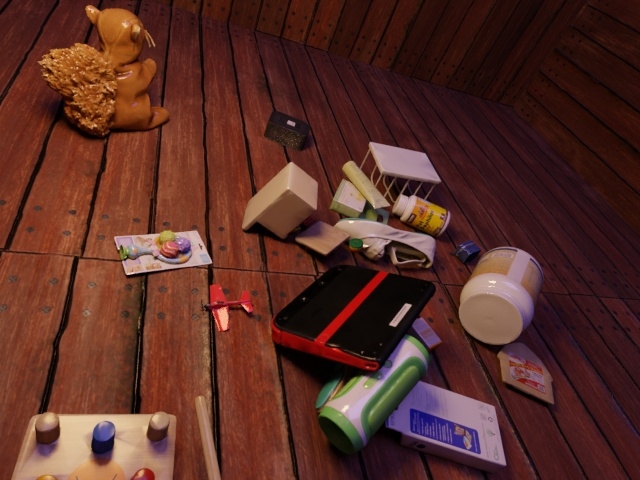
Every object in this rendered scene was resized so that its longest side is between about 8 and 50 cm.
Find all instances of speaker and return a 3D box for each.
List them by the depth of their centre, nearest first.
[{"bbox_3d":[0.133,0.351,1.026,0.131,0.131,0.296,42,54,18],"label":"speaker"}]

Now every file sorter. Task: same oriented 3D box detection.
[{"bbox_3d":[0.322,-0.270,1.852,0.278,0.173,0.193,6,44,-22],"label":"file sorter"}]

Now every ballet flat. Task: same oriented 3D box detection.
[{"bbox_3d":[0.061,0.351,1.107,0.073,0.080,0.232,41,40,-6],"label":"ballet flat"},{"bbox_3d":[0.239,0.019,1.542,0.400,0.139,0.139,11,42,-19],"label":"ballet flat"}]

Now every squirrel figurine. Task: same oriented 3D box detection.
[{"bbox_3d":[-0.704,-0.564,1.458,0.281,0.370,0.397,29,39,3],"label":"squirrel figurine"}]

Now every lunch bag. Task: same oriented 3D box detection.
[{"bbox_3d":[0.578,0.043,1.732,0.098,0.067,0.065,-13,53,-37],"label":"lunch bag"}]

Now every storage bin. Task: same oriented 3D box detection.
[{"bbox_3d":[-0.143,-0.478,1.899,0.180,0.084,0.122,19,40,-8],"label":"storage bin"}]

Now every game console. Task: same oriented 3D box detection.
[{"bbox_3d":[0.090,0.189,1.187,0.342,0.060,0.386,11,31,31],"label":"game console"}]

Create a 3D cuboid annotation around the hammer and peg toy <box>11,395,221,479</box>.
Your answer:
[{"bbox_3d":[-0.335,0.426,0.767,0.361,0.127,0.266,8,41,-21],"label":"hammer and peg toy"}]

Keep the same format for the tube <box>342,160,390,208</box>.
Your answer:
[{"bbox_3d":[0.174,-0.215,1.726,0.070,0.062,0.240,-35,65,-4],"label":"tube"}]

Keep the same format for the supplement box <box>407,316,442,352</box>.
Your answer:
[{"bbox_3d":[0.315,0.291,1.339,0.062,0.036,0.098,-13,53,-37],"label":"supplement box"}]

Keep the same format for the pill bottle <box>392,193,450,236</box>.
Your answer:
[{"bbox_3d":[0.404,-0.106,1.762,0.215,0.117,0.117,23,39,-3],"label":"pill bottle"}]

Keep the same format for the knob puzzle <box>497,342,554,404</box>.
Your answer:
[{"bbox_3d":[0.648,0.411,1.396,0.213,0.030,0.213,15,41,-13],"label":"knob puzzle"}]

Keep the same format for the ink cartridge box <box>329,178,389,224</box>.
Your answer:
[{"bbox_3d":[0.167,-0.136,1.717,0.235,0.056,0.171,24,39,0],"label":"ink cartridge box"}]

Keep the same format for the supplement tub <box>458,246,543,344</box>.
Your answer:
[{"bbox_3d":[0.607,0.181,1.471,0.228,0.228,0.316,37,40,13],"label":"supplement tub"}]

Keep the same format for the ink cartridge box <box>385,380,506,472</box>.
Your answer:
[{"bbox_3d":[0.304,0.464,1.124,0.333,0.065,0.165,22,39,-8],"label":"ink cartridge box"}]

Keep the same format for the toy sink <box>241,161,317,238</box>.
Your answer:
[{"bbox_3d":[-0.128,-0.110,1.430,0.131,0.234,0.153,36,32,-27],"label":"toy sink"}]

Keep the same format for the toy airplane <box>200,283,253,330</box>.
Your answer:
[{"bbox_3d":[-0.245,0.173,1.170,0.151,0.028,0.151,15,42,-14],"label":"toy airplane"}]

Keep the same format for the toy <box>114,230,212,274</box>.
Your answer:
[{"bbox_3d":[-0.433,0.016,1.219,0.237,0.056,0.137,-9,52,-35],"label":"toy"}]

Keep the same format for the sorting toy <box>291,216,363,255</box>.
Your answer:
[{"bbox_3d":[0.000,0.000,1.460,0.274,0.046,0.132,27,44,30],"label":"sorting toy"}]
